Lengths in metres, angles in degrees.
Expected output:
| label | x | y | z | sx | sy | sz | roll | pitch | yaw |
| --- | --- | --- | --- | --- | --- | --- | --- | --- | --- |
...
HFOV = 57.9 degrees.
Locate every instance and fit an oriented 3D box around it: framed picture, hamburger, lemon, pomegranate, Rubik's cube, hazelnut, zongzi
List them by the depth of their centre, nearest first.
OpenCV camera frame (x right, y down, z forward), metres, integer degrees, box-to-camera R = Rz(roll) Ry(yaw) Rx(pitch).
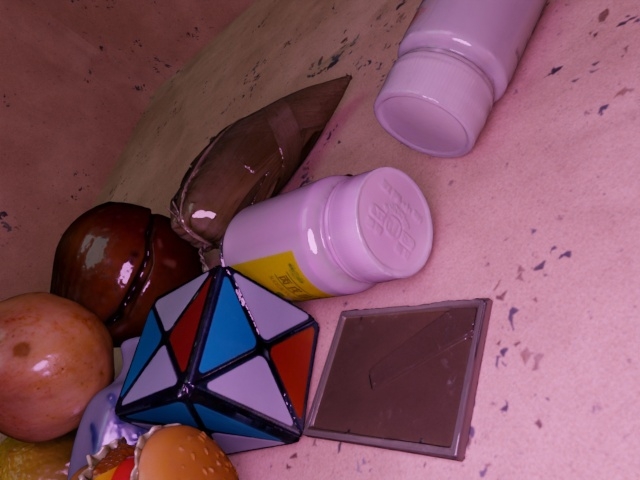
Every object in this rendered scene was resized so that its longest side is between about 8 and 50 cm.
| label | x | y | z | sx | sy | sz | roll | pitch | yaw |
| --- | --- | --- | --- | --- | --- | --- | --- | --- | --- |
| hamburger | -0.231 | 0.411 | 0.878 | 0.212 | 0.274 | 0.274 | -26 | 36 | 8 |
| framed picture | 0.108 | 0.203 | 0.892 | 0.315 | 0.024 | 0.231 | -14 | 49 | 49 |
| Rubik's cube | -0.178 | 0.227 | 1.044 | 0.248 | 0.246 | 0.249 | -29 | 40 | 39 |
| pomegranate | -0.613 | 0.275 | 1.215 | 0.338 | 0.338 | 0.338 | -35 | 35 | 30 |
| lemon | -0.609 | 0.548 | 1.307 | 0.268 | 0.268 | 0.322 | -56 | 34 | -3 |
| zongzi | -0.147 | -0.187 | 1.378 | 0.467 | 0.218 | 0.499 | -36 | 22 | 32 |
| hazelnut | -0.499 | 0.091 | 1.520 | 0.430 | 0.402 | 0.401 | 2 | 61 | 46 |

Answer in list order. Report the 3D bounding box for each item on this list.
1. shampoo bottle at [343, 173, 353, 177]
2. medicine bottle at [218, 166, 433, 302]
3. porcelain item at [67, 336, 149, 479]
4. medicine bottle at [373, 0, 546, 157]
| label | x | y | z | sx | sy | sz | roll | pitch | yaw |
| --- | --- | --- | --- | --- | --- | --- | --- | --- | --- |
| shampoo bottle | -0.024 | -0.075 | 1.310 | 0.260 | 0.064 | 0.102 | -14 | 50 | 48 |
| medicine bottle | 0.000 | 0.000 | 1.054 | 0.379 | 0.214 | 0.213 | -15 | 48 | 48 |
| porcelain item | -0.349 | 0.403 | 1.120 | 0.178 | 0.243 | 0.404 | 132 | 152 | -51 |
| medicine bottle | 0.260 | -0.355 | 1.054 | 0.211 | 0.211 | 0.371 | 7 | 65 | 56 |
